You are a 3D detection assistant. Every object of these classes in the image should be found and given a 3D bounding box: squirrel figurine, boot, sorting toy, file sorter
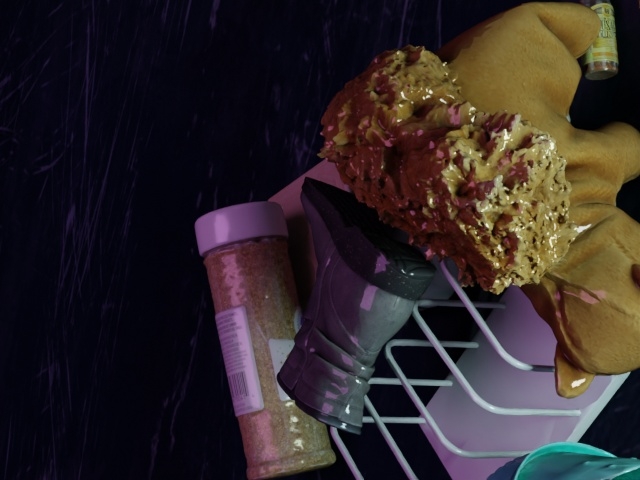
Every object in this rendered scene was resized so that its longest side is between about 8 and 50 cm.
[{"bbox_3d":[0.197,-0.026,1.658,0.281,0.397,0.370,-41,66,30],"label":"squirrel figurine"},{"bbox_3d":[0.007,0.068,1.892,0.223,0.118,0.338,-65,17,13],"label":"boot"},{"bbox_3d":[0.000,0.000,2.199,0.208,0.038,0.193,-37,57,50],"label":"sorting toy"},{"bbox_3d":[0.166,0.173,1.836,0.278,0.173,0.193,-59,44,29],"label":"file sorter"}]

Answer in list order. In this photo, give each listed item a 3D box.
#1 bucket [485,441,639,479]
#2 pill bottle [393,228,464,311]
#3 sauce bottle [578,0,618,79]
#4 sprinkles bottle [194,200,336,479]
[{"bbox_3d":[0.269,0.332,1.602,0.183,0.281,0.281,5,89,61],"label":"bucket"},{"bbox_3d":[0.105,0.035,1.990,0.180,0.108,0.108,-21,68,50],"label":"pill bottle"},{"bbox_3d":[0.304,-0.243,1.820,0.042,0.042,0.128,-18,73,51],"label":"sauce bottle"},{"bbox_3d":[-0.074,0.132,2.160,0.121,0.121,0.356,-23,76,49],"label":"sprinkles bottle"}]
